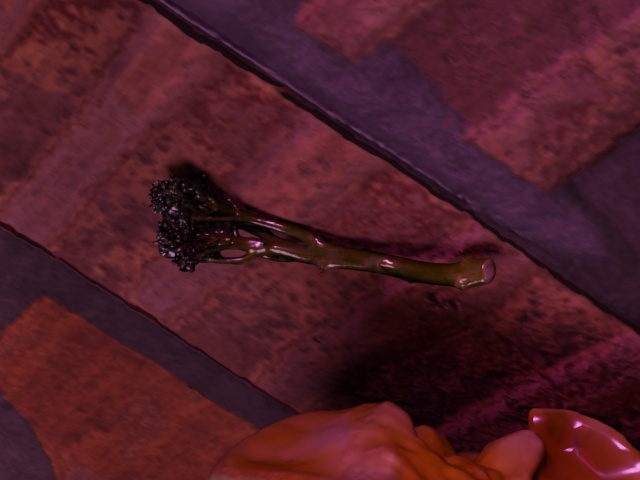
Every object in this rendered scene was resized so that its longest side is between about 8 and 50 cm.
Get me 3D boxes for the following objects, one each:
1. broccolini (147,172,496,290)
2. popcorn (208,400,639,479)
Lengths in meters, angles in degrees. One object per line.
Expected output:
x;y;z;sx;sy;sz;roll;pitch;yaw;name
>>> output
0.001;0.001;1.000;0.194;0.054;0.052;8;174;16;broccolini
0.085;0.229;1.017;0.334;0.292;0.294;-4;101;9;popcorn
